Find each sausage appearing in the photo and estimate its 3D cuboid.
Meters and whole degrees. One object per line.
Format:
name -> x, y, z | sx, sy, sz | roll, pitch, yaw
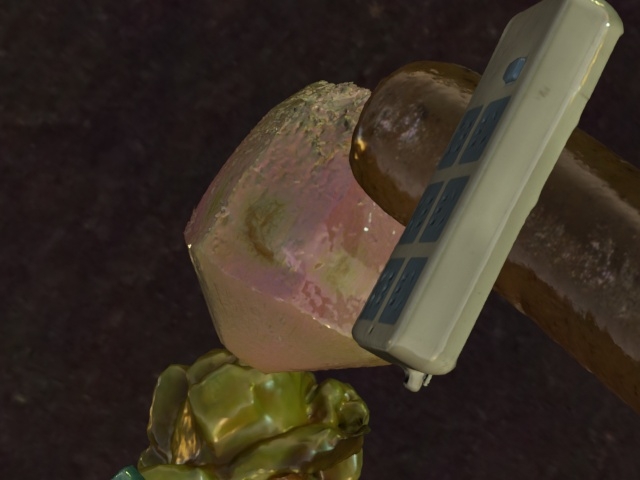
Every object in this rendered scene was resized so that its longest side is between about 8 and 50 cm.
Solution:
sausage -> 0.193, 0.027, 0.841 | 0.501, 0.136, 0.123 | 43, 119, 40

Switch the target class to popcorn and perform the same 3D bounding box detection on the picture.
popcorn -> -0.106, 0.277, 1.607 | 0.290, 0.321, 0.325 | -95, 28, -55

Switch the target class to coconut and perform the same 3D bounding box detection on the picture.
coconut -> 0.000, 0.000, 1.149 | 0.233, 0.233, 0.245 | 30, 81, 37

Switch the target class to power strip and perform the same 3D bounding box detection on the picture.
power strip -> 0.072, -0.025, 0.592 | 0.035, 0.081, 0.192 | 27, 85, -8

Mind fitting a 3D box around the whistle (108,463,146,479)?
whistle -> -0.077, 0.228, 0.882 | 0.039, 0.039, 0.186 | -43, 80, 6
